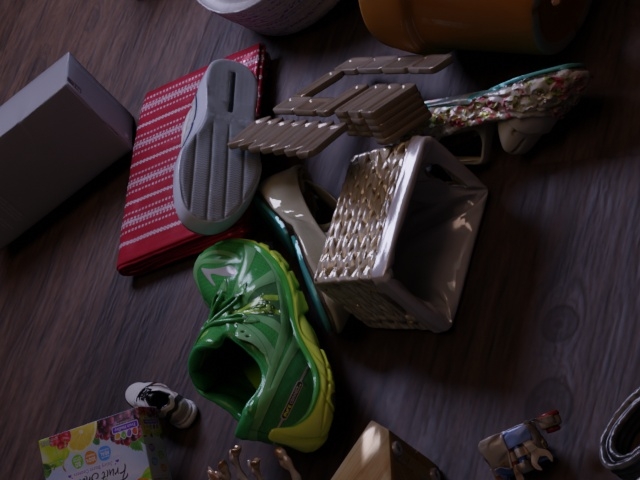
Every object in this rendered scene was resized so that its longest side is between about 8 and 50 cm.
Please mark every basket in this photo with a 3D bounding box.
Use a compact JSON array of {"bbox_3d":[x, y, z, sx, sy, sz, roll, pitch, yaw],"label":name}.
[{"bbox_3d":[0.078,-0.003,1.647,0.103,0.113,0.167,-7,55,43],"label":"basket"}]

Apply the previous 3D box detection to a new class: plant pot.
[{"bbox_3d":[0.172,-0.276,1.719,0.188,0.205,0.205,22,75,32],"label":"plant pot"}]

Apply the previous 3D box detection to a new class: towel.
[{"bbox_3d":[-0.148,-0.094,1.978,0.199,0.031,0.275,-20,49,30],"label":"towel"}]

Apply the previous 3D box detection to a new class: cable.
[{"bbox_3d":[0.326,0.070,1.399,0.287,0.072,0.139,-40,36,11],"label":"cable"}]

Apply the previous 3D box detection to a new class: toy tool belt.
[{"bbox_3d":[0.182,0.187,1.466,0.083,0.052,0.051,-28,76,28],"label":"toy tool belt"}]

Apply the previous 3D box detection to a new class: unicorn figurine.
[{"bbox_3d":[-0.047,0.254,1.593,0.060,0.111,0.162,-23,11,-20],"label":"unicorn figurine"}]

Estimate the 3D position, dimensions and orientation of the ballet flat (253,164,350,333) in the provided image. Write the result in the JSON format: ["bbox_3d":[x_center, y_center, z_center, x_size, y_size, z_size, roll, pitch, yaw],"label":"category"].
[{"bbox_3d":[0.000,0.000,1.745,0.086,0.086,0.248,-42,40,9],"label":"ballet flat"}]

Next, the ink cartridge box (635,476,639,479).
[{"bbox_3d":[0.282,0.380,1.225,0.308,0.091,0.385,-39,58,11],"label":"ink cartridge box"}]

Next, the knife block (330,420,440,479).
[{"bbox_3d":[-0.007,0.326,1.490,0.242,0.088,0.276,-24,48,26],"label":"knife block"}]

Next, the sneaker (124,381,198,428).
[{"bbox_3d":[-0.178,0.169,1.796,0.109,0.043,0.040,11,69,47],"label":"sneaker"}]

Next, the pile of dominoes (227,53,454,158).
[{"bbox_3d":[0.021,-0.129,1.745,0.196,0.040,0.251,-34,17,-18],"label":"pile of dominoes"}]

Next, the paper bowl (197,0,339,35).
[{"bbox_3d":[-0.066,-0.399,1.994,0.284,0.148,0.284,-23,58,42],"label":"paper bowl"}]

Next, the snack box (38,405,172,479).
[{"bbox_3d":[-0.226,0.241,1.761,0.141,0.037,0.100,-22,75,29],"label":"snack box"}]

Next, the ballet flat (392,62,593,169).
[{"bbox_3d":[0.174,-0.118,1.687,0.241,0.091,0.077,-12,83,41],"label":"ballet flat"}]

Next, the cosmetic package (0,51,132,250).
[{"bbox_3d":[-0.361,-0.109,2.095,0.238,0.127,0.107,-36,29,12],"label":"cosmetic package"}]

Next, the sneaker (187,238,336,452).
[{"bbox_3d":[-0.078,0.093,1.687,0.295,0.123,0.109,59,138,49],"label":"sneaker"}]

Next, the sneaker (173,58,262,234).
[{"bbox_3d":[-0.113,-0.087,1.851,0.258,0.094,0.091,-80,9,-46],"label":"sneaker"}]
